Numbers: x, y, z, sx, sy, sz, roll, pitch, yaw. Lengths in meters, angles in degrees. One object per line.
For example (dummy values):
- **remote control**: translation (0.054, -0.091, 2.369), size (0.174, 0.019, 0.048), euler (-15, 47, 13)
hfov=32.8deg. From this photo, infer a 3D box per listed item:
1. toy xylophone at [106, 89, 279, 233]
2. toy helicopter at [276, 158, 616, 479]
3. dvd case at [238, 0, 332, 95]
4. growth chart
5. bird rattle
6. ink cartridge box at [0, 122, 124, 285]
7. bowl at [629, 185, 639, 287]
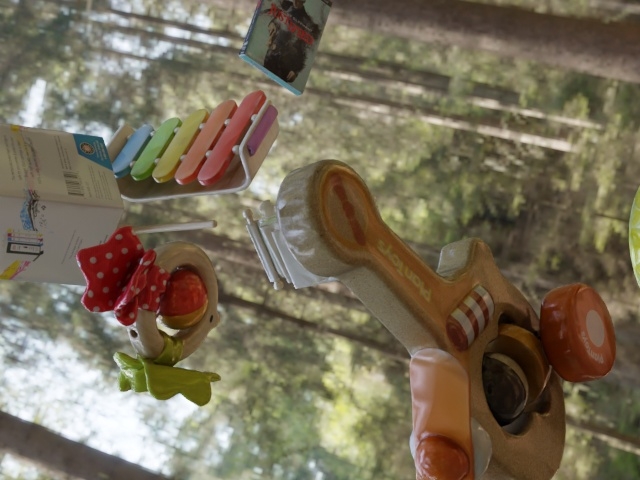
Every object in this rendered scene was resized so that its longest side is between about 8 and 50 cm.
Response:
- **toy xylophone**: translation (-0.207, -0.114, 1.661), size (0.081, 0.322, 0.236), euler (59, -147, -35)
- **toy helicopter**: translation (0.084, 0.079, 0.840), size (0.355, 0.140, 0.235), euler (44, -133, -31)
- **dvd case**: translation (-0.036, -0.229, 1.175), size (0.087, 0.013, 0.120), euler (31, -114, -35)
- **growth chart**: translation (0.000, 0.000, 1.762), size (0.021, 0.237, 0.172), euler (-60, -40, -64)
- **bird rattle**: translation (-0.214, 0.085, 1.425), size (0.207, 0.143, 0.254), euler (-44, -55, -48)
- **ink cartridge box**: translation (-0.436, -0.054, 1.596), size (0.232, 0.171, 0.168), euler (6, -50, -30)
- **bowl**: translation (0.579, -0.001, 1.475), size (0.156, 0.289, 0.290), euler (-22, 42, 62)
